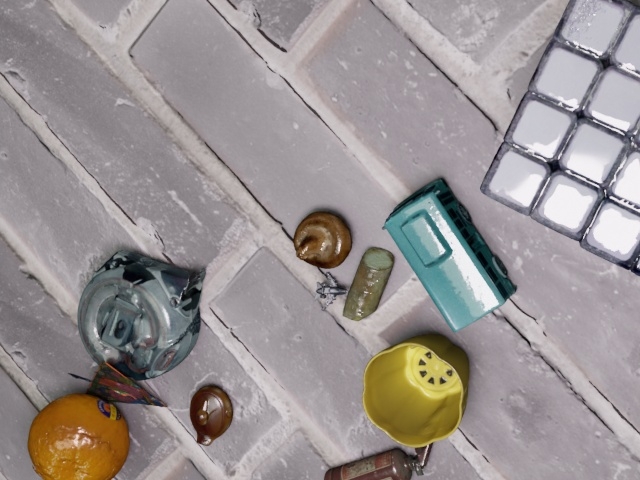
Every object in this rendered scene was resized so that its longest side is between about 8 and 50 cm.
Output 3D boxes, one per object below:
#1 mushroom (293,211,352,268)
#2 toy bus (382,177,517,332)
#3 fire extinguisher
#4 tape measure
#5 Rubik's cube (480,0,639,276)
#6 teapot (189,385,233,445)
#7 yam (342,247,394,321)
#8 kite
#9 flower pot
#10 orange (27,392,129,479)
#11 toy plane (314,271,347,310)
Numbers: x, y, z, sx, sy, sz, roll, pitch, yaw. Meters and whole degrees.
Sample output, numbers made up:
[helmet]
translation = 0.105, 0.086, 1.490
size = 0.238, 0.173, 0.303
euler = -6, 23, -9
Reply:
[mushroom]
translation = 0.004, 0.002, 1.775
size = 0.126, 0.085, 0.109
euler = 25, 80, 31
[toy bus]
translation = 0.231, 0.025, 1.653
size = 0.128, 0.147, 0.256
euler = -34, 88, 22
[fire extinguisher]
translation = 0.123, 0.445, 1.818
size = 0.252, 0.075, 0.106
euler = -25, 90, 25
[tape measure]
translation = -0.385, 0.159, 1.930
size = 0.256, 0.147, 0.275
euler = 18, 106, 19
[Rubik's cube]
translation = 0.489, -0.165, 1.402
size = 0.337, 0.344, 0.343
euler = 29, 111, 16
[teapot]
translation = -0.240, 0.375, 1.949
size = 0.098, 0.078, 0.129
euler = 16, 106, 19
[yam]
translation = 0.094, 0.090, 1.765
size = 0.070, 0.070, 0.146
euler = 24, 109, 16
[kite]
translation = -0.439, 0.329, 1.986
size = 0.234, 0.016, 0.321
euler = 23, 152, -11
[flower pot]
translation = 0.192, 0.263, 1.697
size = 0.195, 0.179, 0.195
euler = 4, 100, 21
[orange]
translation = -0.534, 0.444, 2.017
size = 0.219, 0.193, 0.219
euler = -7, 111, -19
[toy plane]
translation = 0.019, 0.101, 1.804
size = 0.083, 0.031, 0.078
euler = -5, 76, 49
